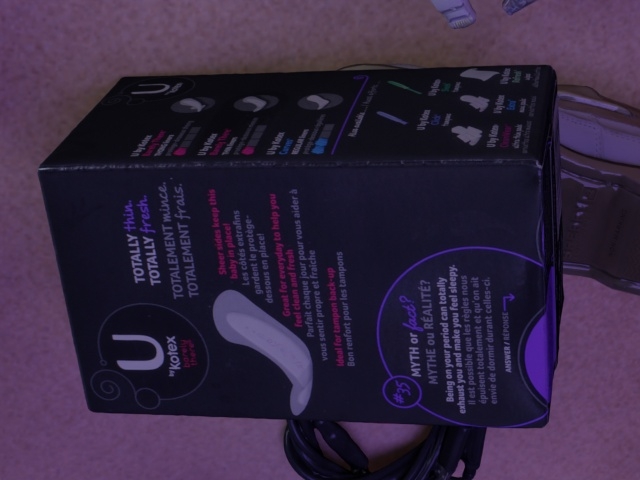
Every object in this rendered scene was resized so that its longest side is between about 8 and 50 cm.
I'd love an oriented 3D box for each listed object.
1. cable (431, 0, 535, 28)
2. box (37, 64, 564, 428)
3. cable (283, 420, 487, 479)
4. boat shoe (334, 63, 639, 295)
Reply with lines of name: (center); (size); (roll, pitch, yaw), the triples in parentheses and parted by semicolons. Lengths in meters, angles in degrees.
cable: (0.092, -0.284, 0.771); (0.257, 0.089, 0.257); (-43, 117, 6)
box: (0.000, 0.000, 0.796); (0.270, 0.143, 0.165); (0, 117, 12)
cable: (0.050, 0.103, 0.972); (0.150, 0.047, 0.184); (1, 117, -10)
boat shoe: (0.140, -0.044, 0.886); (0.302, 0.103, 0.113); (21, 120, -1)
